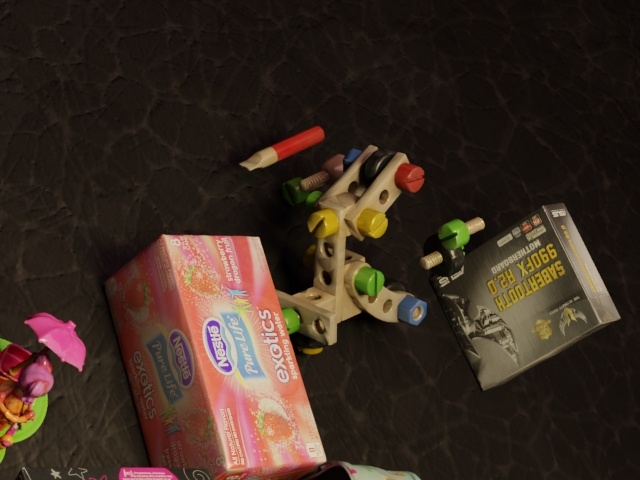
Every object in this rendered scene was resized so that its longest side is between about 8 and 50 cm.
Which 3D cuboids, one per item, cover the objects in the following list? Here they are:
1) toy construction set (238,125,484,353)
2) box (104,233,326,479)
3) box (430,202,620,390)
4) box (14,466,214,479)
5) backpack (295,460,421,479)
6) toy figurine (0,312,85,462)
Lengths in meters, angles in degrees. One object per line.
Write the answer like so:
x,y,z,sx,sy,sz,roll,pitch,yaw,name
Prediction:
0.000,0.000,2.205,0.237,0.257,0.309,-25,61,-36,toy construction set
-0.129,0.154,2.013,0.154,0.142,0.300,2,62,-40,box
0.282,0.080,2.368,0.056,0.231,0.183,-8,70,-48,box
-0.213,0.343,1.775,0.247,0.142,0.163,7,39,-42,box
0.041,0.365,1.902,0.191,0.253,0.225,10,65,-16,backpack
-0.322,0.149,1.830,0.130,0.159,0.173,34,46,-20,toy figurine
